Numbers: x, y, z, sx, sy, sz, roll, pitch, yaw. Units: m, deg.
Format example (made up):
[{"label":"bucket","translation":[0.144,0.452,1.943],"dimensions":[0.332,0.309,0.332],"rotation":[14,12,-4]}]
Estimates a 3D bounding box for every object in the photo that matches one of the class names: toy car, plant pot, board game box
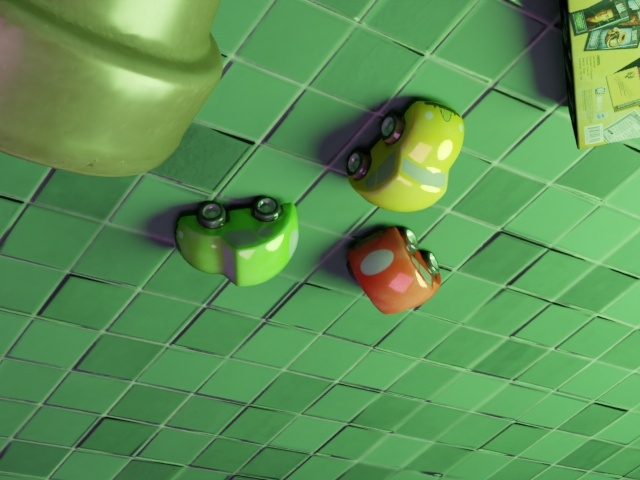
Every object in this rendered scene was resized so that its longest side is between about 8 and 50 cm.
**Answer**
[{"label":"toy car","translation":[0.000,0.000,0.884],"dimensions":[0.225,0.053,0.239],"rotation":[-8,141,-8]},{"label":"plant pot","translation":[-0.117,-0.193,0.483],"dimensions":[0.263,0.263,0.229],"rotation":[23,112,-37]},{"label":"board game box","translation":[0.241,-0.159,0.735],"dimensions":[0.165,0.042,0.243],"rotation":[-10,148,9]}]
